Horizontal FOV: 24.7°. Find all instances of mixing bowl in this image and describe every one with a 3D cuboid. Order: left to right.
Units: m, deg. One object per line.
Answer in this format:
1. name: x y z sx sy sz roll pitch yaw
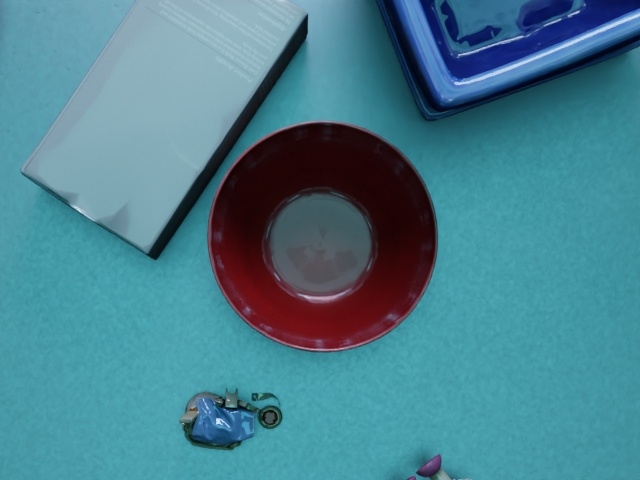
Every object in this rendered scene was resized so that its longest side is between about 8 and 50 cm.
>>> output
1. mixing bowl: 0.000 0.000 1.184 0.181 0.098 0.181 0 86 -2

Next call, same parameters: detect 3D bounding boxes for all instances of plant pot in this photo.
1. plant pot: 0.149 -0.232 1.149 0.236 0.212 0.236 -21 86 -3

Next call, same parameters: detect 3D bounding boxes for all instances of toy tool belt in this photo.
1. toy tool belt: -0.073 0.146 1.195 0.083 0.051 0.052 0 86 -2

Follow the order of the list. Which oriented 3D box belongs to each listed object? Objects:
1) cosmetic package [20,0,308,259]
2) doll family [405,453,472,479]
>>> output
1. cosmetic package: -0.123 -0.113 1.190 0.127 0.107 0.238 35 89 1
2. doll family: 0.060 0.305 1.171 0.263 0.118 0.163 -35 81 -22
